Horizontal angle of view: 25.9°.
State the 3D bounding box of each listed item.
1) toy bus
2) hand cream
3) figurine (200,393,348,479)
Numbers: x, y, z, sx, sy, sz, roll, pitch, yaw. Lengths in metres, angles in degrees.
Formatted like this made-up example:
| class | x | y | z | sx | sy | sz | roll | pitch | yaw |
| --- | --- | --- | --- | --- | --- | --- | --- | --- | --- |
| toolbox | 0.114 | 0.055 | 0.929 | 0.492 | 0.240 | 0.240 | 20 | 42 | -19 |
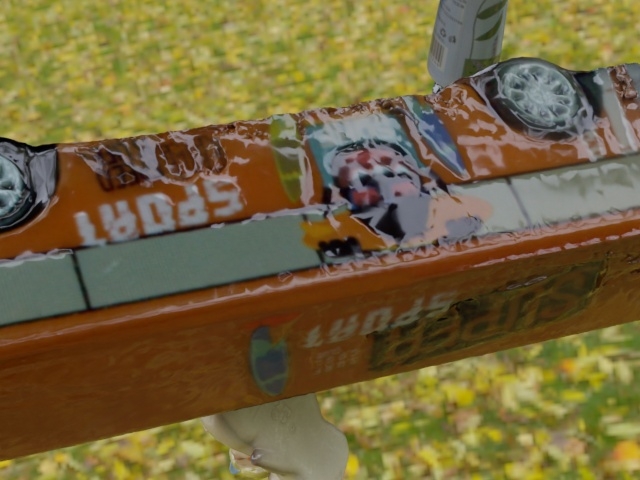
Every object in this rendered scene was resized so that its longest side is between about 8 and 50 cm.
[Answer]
| class | x | y | z | sx | sy | sz | roll | pitch | yaw |
| --- | --- | --- | --- | --- | --- | --- | --- | --- | --- |
| toy bus | 0.000 | 0.000 | 0.511 | 0.409 | 0.093 | 0.092 | -11 | 59 | -20 |
| hand cream | 0.111 | -0.196 | 0.992 | 0.055 | 0.256 | 0.088 | 4 | 47 | 1 |
| figurine | -0.028 | 0.074 | 0.576 | 0.050 | 0.083 | 0.047 | -2 | 45 | 47 |
